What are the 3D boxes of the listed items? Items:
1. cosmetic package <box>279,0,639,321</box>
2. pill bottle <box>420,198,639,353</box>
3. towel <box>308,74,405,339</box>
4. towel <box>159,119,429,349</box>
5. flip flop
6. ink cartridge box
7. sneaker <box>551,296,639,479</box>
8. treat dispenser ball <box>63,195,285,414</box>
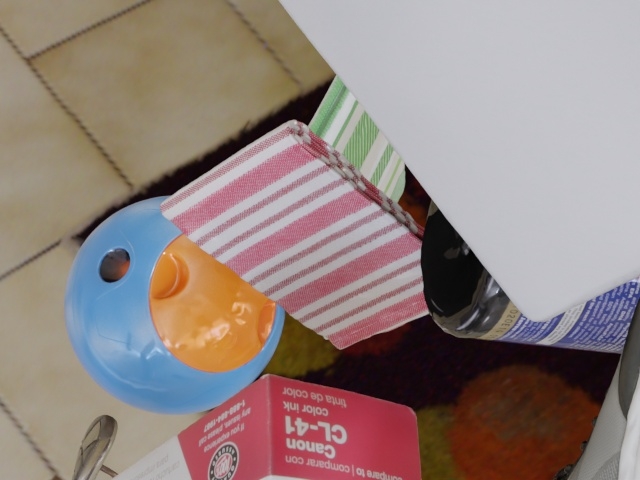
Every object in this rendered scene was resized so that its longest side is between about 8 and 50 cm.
[{"bbox_3d":[0.188,-0.238,0.536,0.394,0.329,0.327,-37,89,-33],"label":"cosmetic package"},{"bbox_3d":[0.188,0.014,0.859,0.219,0.123,0.122,8,62,-19],"label":"pill bottle"},{"bbox_3d":[0.035,-0.069,1.445,0.038,0.325,0.247,17,62,16],"label":"towel"},{"bbox_3d":[0.000,0.000,0.921,0.197,0.144,0.029,39,44,-26],"label":"towel"},{"bbox_3d":[-0.251,0.323,1.482,0.080,0.277,0.112,7,20,-6],"label":"flip flop"},{"bbox_3d":[-0.040,0.271,0.829,0.131,0.226,0.306,20,52,-30],"label":"ink cartridge box"},{"bbox_3d":[0.151,0.129,0.643,0.100,0.108,0.271,-5,111,-36],"label":"sneaker"},{"bbox_3d":[-0.191,0.084,1.702,0.288,0.288,0.288,10,61,-18],"label":"treat dispenser ball"}]
